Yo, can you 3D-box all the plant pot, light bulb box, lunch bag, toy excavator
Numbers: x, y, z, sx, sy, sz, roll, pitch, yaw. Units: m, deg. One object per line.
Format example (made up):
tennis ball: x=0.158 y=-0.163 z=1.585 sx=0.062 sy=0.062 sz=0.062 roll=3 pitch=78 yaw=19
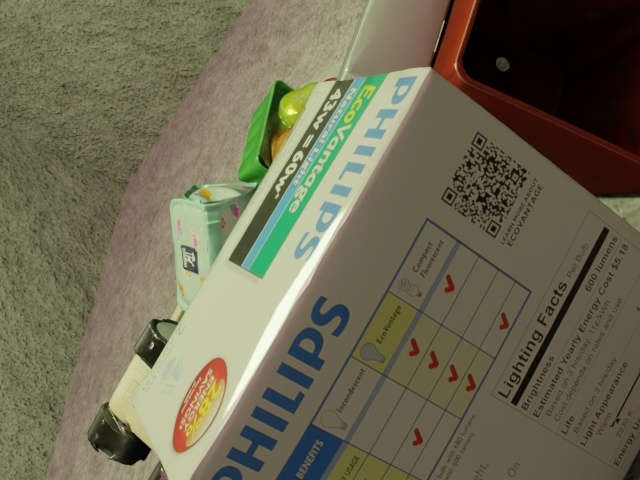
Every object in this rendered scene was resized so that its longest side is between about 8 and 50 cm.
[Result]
plant pot: x=0.246 y=-0.194 z=0.871 sx=0.236 sy=0.267 sz=0.267 roll=143 pitch=147 yaw=-70
light bulb box: x=0.088 y=0.096 z=0.700 sx=0.357 sy=0.361 sz=0.225 roll=-60 pitch=23 yaw=-5
lunch bag: x=-0.185 y=0.015 z=1.432 sx=0.262 sy=0.160 sz=0.223 roll=-89 pitch=-2 yaw=-78
toy excavator: x=-0.206 y=0.255 z=1.414 sx=0.433 sy=0.445 sz=0.222 roll=34 pitch=99 yaw=25

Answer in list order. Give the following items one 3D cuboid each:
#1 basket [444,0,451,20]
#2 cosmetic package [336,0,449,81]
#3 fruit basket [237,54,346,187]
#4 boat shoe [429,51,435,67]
basket: x=0.185 y=-0.501 z=1.321 sx=0.154 sy=0.227 sz=0.204 roll=7 pitch=73 yaw=66
cosmetic package: x=0.081 y=-0.247 z=1.063 sx=0.377 sy=0.098 sz=0.284 roll=121 pitch=166 yaw=-73
fruit basket: x=0.001 y=-0.225 z=1.576 sx=0.353 sy=0.165 sz=0.327 roll=-21 pitch=46 yaw=37
boat shoe: x=0.160 y=-0.235 z=1.275 sx=0.096 sy=0.098 sz=0.277 roll=-68 pitch=16 yaw=-5
